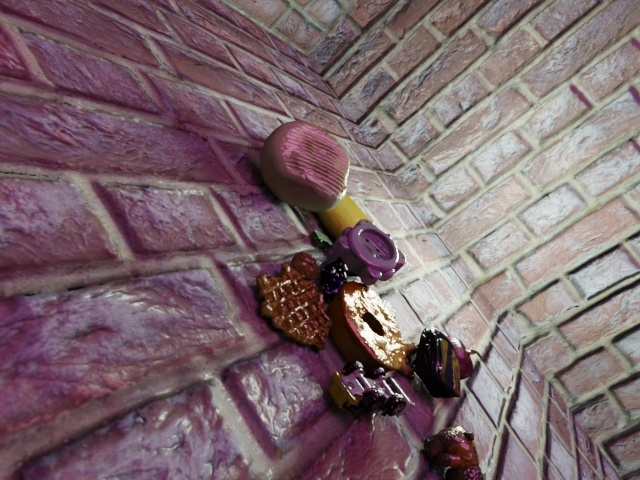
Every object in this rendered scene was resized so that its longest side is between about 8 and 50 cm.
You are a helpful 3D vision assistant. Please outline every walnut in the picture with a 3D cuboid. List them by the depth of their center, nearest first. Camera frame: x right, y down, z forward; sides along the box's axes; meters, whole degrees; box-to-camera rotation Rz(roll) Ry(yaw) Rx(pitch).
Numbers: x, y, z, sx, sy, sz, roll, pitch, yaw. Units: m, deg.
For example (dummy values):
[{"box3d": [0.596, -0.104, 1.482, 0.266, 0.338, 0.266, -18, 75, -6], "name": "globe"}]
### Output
[{"box3d": [-0.052, 0.080, 1.433, 0.096, 0.083, 0.078, 41, 52, -27], "name": "walnut"}]

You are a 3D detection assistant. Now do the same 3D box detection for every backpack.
[{"box3d": [0.407, 0.418, 1.642, 0.206, 0.133, 0.258, 51, 37, -27], "name": "backpack"}]

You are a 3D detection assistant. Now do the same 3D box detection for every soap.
[{"box3d": [0.128, -0.052, 1.906, 0.427, 0.115, 0.306, 53, 24, 21], "name": "soap"}]

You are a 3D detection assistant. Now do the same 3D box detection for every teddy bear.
[{"box3d": [0.406, 0.642, 1.364, 0.177, 0.140, 0.190, 23, 43, -53], "name": "teddy bear"}]

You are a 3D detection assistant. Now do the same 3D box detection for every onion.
[{"box3d": [0.523, 0.458, 1.831, 0.177, 0.153, 0.177, 28, 30, -18], "name": "onion"}]

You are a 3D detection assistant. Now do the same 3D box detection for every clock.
[{"box3d": [0.163, 0.041, 1.586, 0.227, 0.090, 0.248, 46, 34, 11], "name": "clock"}]

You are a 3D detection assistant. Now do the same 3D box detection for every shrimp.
[{"box3d": [0.315, 0.409, 1.641, 0.236, 0.053, 0.132, 11, 49, -57], "name": "shrimp"}]

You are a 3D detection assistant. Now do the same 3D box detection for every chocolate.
[{"box3d": [0.070, 0.103, 1.597, 0.343, 0.126, 0.148, -29, 117, -60], "name": "chocolate"}]

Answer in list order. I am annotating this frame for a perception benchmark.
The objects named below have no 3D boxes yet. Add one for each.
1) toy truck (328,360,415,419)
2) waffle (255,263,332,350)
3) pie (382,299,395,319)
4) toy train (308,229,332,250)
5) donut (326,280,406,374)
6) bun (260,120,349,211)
[{"box3d": [0.135, 0.408, 1.239, 0.286, 0.111, 0.136, 30, 15, -45], "name": "toy truck"}, {"box3d": [-0.072, 0.170, 1.291, 0.291, 0.051, 0.291, 39, 26, -24], "name": "waffle"}, {"box3d": [0.263, 0.268, 1.802, 0.085, 0.017, 0.085, 40, 26, -23], "name": "pie"}, {"box3d": [0.000, 0.000, 1.701, 0.093, 0.038, 0.056, 23, 29, -47], "name": "toy train"}, {"box3d": [0.131, 0.276, 1.434, 0.303, 0.110, 0.302, 40, 27, -25], "name": "donut"}, {"box3d": [-0.056, -0.257, 1.727, 0.361, 0.213, 0.360, 15, 61, -28], "name": "bun"}]
